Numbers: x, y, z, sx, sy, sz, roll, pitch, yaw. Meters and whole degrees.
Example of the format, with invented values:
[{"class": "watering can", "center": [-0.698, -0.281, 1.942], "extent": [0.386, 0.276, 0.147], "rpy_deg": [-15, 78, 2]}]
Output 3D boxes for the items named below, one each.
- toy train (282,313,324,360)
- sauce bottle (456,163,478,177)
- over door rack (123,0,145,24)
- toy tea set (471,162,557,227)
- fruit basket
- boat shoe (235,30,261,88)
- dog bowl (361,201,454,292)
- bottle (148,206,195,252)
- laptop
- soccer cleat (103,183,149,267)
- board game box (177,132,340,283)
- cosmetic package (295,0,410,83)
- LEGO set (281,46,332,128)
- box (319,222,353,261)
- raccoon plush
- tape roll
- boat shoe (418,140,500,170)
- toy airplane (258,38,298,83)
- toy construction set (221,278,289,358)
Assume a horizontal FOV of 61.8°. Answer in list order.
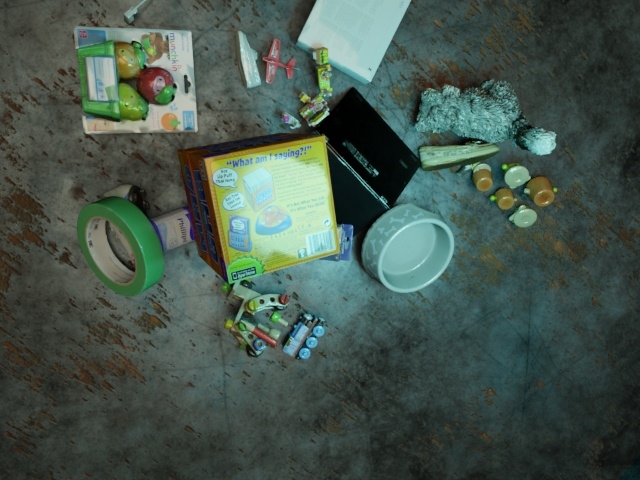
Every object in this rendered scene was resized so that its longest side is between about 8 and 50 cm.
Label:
[{"class": "toy train", "center": [-0.062, 0.354, 1.979], "extent": [0.105, 0.080, 0.184], "rpy_deg": [31, 93, -8]}, {"class": "sauce bottle", "center": [0.565, -0.286, 2.005], "extent": [0.128, 0.042, 0.042], "rpy_deg": [-44, 104, 1]}, {"class": "over door rack", "center": [-0.575, -0.876, 1.653], "extent": [0.324, 0.108, 0.239], "rpy_deg": [-45, 104, -1]}, {"class": "toy tea set", "center": [0.730, -0.207, 2.030], "extent": [0.336, 0.124, 0.200], "rpy_deg": [33, 121, -19]}, {"class": "fruit basket", "center": [-0.576, -0.504, 1.690], "extent": [0.353, 0.165, 0.327], "rpy_deg": [-3, 100, -14]}, {"class": "boat shoe", "center": [-0.239, -0.607, 1.788], "extent": [0.063, 0.066, 0.184], "rpy_deg": [-17, 100, -22]}, {"class": "dog bowl", "center": [0.323, 0.037, 1.919], "extent": [0.349, 0.102, 0.348], "rpy_deg": [-11, 123, -18]}, {"class": "bottle", "center": [-0.451, -0.050, 1.778], "extent": [0.283, 0.092, 0.118], "rpy_deg": [-24, 120, -34]}, {"class": "laptop", "center": [0.085, -0.253, 1.932], "extent": [0.382, 0.236, 0.408], "rpy_deg": [45, 61, -15]}, {"class": "soccer cleat", "center": [-0.635, -0.027, 1.800], "extent": [0.143, 0.116, 0.331], "rpy_deg": [-2, 106, 15]}, {"class": "board game box", "center": [-0.195, -0.123, 1.636], "extent": [0.357, 0.356, 0.356], "rpy_deg": [-15, 108, -23]}, {"class": "cosmetic package", "center": [0.124, -0.769, 1.809], "extent": [0.284, 0.097, 0.377], "rpy_deg": [26, 94, -12]}, {"class": "LEGO set", "center": [-0.011, -0.488, 1.785], "extent": [0.132, 0.107, 0.287], "rpy_deg": [19, 118, -26]}, {"class": "box", "center": [0.000, 0.000, 1.916], "extent": [0.225, 0.036, 0.136], "rpy_deg": [5, 99, 6]}, {"class": "raccoon plush", "center": [0.529, -0.418, 1.793], "extent": [0.299, 0.446, 0.216], "rpy_deg": [-10, 115, -22]}, {"class": "tape roll", "center": [-0.641, 0.022, 1.706], "extent": [0.321, 0.077, 0.321], "rpy_deg": [15, 120, 28]}, {"class": "boat shoe", "center": [0.503, -0.322, 1.940], "extent": [0.285, 0.104, 0.089], "rpy_deg": [-10, 80, 1]}, {"class": "toy airplane", "center": [-0.140, -0.600, 1.811], "extent": [0.151, 0.028, 0.151], "rpy_deg": [-4, 100, -24]}, {"class": "toy construction set", "center": [-0.252, 0.251, 1.824], "extent": [0.237, 0.309, 0.257], "rpy_deg": [34, 84, -9]}]
